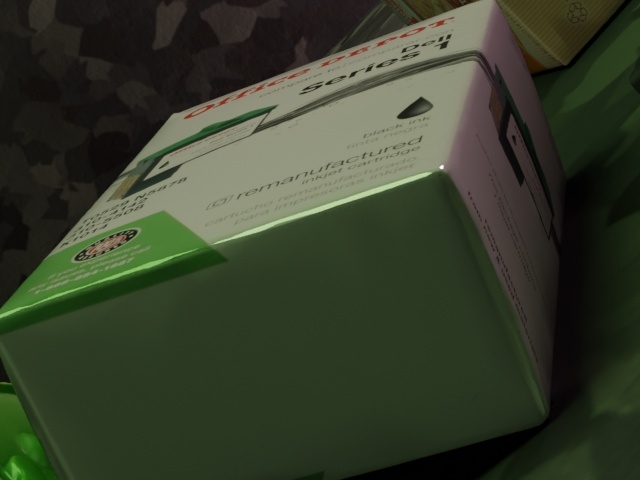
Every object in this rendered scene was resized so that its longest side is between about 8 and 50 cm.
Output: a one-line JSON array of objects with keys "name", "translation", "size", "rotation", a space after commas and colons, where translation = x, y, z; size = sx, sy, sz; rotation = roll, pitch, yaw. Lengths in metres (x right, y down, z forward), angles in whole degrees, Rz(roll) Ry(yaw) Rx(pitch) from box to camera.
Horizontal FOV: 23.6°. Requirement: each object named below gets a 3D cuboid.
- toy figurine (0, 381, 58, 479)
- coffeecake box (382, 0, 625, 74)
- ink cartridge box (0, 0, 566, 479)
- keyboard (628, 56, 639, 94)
[{"name": "toy figurine", "translation": [-0.108, 0.163, 0.559], "size": [0.159, 0.130, 0.173], "rotation": [-59, 33, 8]}, {"name": "coffeecake box", "translation": [0.087, -0.166, 0.900], "size": [0.068, 0.142, 0.185], "rotation": [-47, 8, -6]}, {"name": "ink cartridge box", "translation": [0.000, 0.000, 0.562], "size": [0.160, 0.092, 0.219], "rotation": [-18, 18, 16]}, {"name": "keyboard", "translation": [0.225, -0.147, 0.510], "size": [0.317, 0.033, 0.201], "rotation": [-42, 10, 33]}]
